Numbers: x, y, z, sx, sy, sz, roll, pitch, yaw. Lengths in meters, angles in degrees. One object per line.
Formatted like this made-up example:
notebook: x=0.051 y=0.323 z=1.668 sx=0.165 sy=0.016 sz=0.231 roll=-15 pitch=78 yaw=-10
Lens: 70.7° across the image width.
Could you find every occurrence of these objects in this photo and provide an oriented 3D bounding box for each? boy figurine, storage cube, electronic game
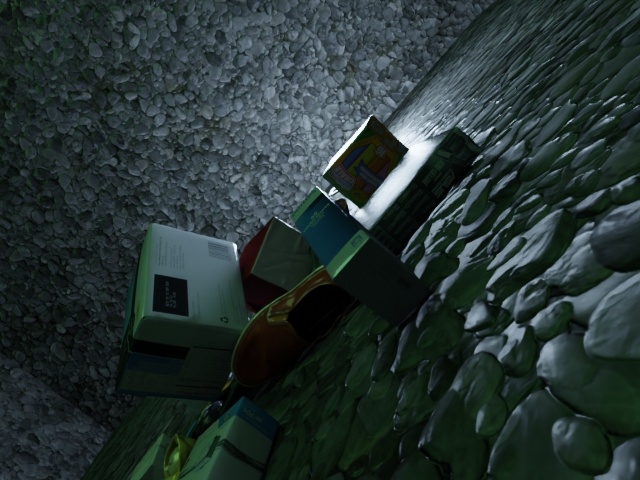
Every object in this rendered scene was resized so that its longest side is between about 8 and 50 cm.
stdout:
boy figurine: x=-0.280 y=0.470 z=0.779 sx=0.177 sy=0.092 sz=0.285 roll=-46 pitch=12 yaw=41
storage cube: x=-0.116 y=0.084 z=1.205 sx=0.193 sy=0.183 sz=0.215 roll=-39 pitch=27 yaw=51
electronic game: x=-0.254 y=0.412 z=1.042 sx=0.229 sy=0.048 sz=0.229 roll=-47 pitch=8 yaw=9

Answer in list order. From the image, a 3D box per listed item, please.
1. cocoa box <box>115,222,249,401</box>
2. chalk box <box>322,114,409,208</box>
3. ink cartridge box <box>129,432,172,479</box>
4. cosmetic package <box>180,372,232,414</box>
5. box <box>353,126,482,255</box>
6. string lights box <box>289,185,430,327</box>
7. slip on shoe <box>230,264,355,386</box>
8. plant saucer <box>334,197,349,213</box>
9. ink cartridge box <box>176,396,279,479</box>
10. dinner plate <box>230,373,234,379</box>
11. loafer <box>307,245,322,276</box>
cocoa box: x=-0.327 y=0.163 z=1.066 sx=0.228 sy=0.231 sz=0.347 roll=-62 pitch=29 yaw=25
chalk box: x=0.133 y=-0.239 z=1.514 sx=0.289 sy=0.179 sz=0.180 roll=-46 pitch=9 yaw=28
ink cartridge box: x=-0.406 y=0.559 z=1.104 sx=0.115 sy=0.067 sz=0.198 roll=-50 pitch=8 yaw=-5
cosmetic package: x=-0.306 y=0.347 z=1.246 sx=0.151 sy=0.151 sz=0.184 roll=-47 pitch=7 yaw=16
box: x=0.170 y=-0.086 z=0.963 sx=0.308 sy=0.076 sz=0.242 roll=-50 pitch=9 yaw=-3
string lights box: x=0.049 y=0.012 z=0.709 sx=0.077 sy=0.133 sz=0.260 roll=-49 pitch=26 yaw=6
slip on shoe: x=-0.056 y=0.172 z=0.880 sx=0.331 sy=0.123 sz=0.101 roll=-43 pitch=13 yaw=11
plant saucer: x=0.000 y=0.000 z=1.456 sx=0.311 sy=0.050 sz=0.311 roll=-48 pitch=17 yaw=20
ink cartridge box: x=-0.151 y=0.350 z=0.664 sx=0.140 sy=0.082 sz=0.191 roll=-46 pitch=7 yaw=22
dinner plate: x=-0.167 y=0.292 z=1.112 sx=0.141 sy=0.017 sz=0.141 roll=-36 pitch=-2 yaw=-2
loafer: x=0.023 y=0.042 z=1.070 sx=0.268 sy=0.096 sz=0.084 roll=-82 pitch=18 yaw=-59
